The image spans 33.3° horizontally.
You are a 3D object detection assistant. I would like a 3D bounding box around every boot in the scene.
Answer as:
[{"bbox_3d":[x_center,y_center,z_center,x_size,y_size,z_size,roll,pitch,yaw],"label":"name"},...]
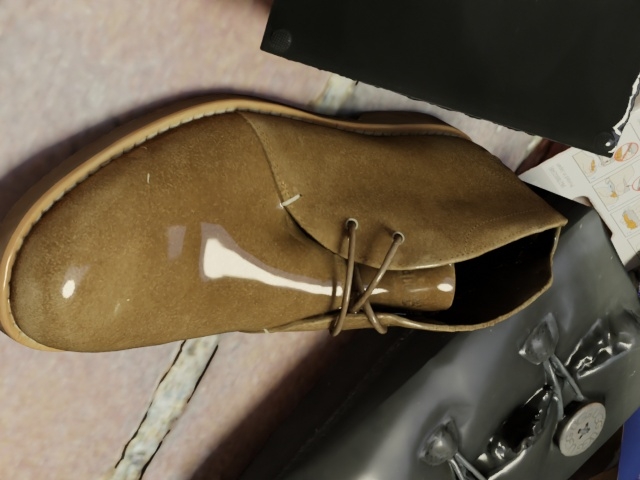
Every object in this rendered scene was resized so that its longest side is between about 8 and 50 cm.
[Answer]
[{"bbox_3d":[0.053,0.222,0.699,0.445,0.146,0.367,-47,142,-19],"label":"boot"},{"bbox_3d":[0.000,0.000,0.502,0.305,0.115,0.112,-12,125,-40],"label":"boot"}]

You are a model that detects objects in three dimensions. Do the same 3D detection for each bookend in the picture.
[{"bbox_3d":[0.062,-0.111,0.509,0.157,0.156,0.072,-82,-171,-72],"label":"bookend"}]

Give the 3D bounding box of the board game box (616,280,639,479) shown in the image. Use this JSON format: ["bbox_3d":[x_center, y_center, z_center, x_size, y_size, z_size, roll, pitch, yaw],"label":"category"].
[{"bbox_3d":[0.372,0.155,0.854,0.347,0.078,0.233,16,80,-40],"label":"board game box"}]

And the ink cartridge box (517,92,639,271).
[{"bbox_3d":[0.255,-0.070,0.737,0.225,0.056,0.181,-28,141,18],"label":"ink cartridge box"}]

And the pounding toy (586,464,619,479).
[{"bbox_3d":[0.280,0.210,0.970,0.270,0.155,0.154,-16,155,-28],"label":"pounding toy"}]
